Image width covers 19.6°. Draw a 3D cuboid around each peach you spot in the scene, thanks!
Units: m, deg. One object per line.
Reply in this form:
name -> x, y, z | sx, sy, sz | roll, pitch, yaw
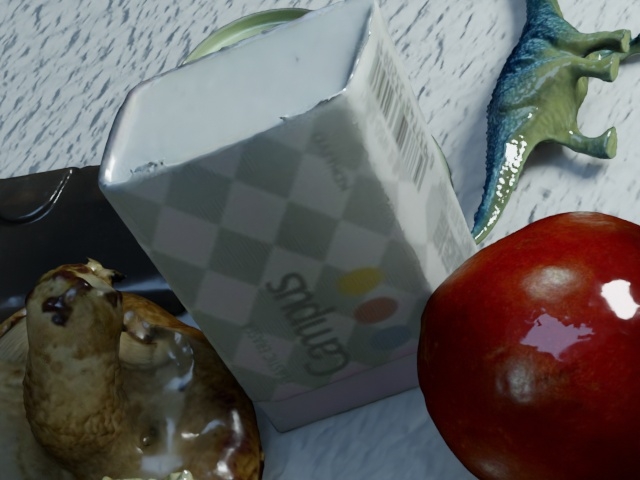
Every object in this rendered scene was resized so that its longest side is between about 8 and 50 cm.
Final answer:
peach -> 0.189, 0.081, 1.368 | 0.243, 0.199, 0.243 | 4, 59, -6

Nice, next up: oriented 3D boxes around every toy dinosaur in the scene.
toy dinosaur -> 0.195, -0.131, 1.582 | 0.147, 0.076, 0.363 | 1, 53, 27

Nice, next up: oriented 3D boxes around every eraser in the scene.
eraser -> 0.000, -0.001, 1.370 | 0.213, 0.397, 0.082 | -20, 55, 7

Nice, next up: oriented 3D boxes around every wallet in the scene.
wallet -> -0.264, 0.009, 1.669 | 0.310, 0.042, 0.165 | -8, 60, 14

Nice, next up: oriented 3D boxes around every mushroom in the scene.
mushroom -> -0.198, 0.147, 1.479 | 0.267, 0.254, 0.267 | -30, 41, 30

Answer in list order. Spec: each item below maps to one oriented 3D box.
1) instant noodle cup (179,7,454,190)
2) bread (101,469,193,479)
instant noodle cup -> -0.019, -0.073, 1.554 | 0.235, 0.178, 0.234 | -8, 57, 12
bread -> -0.192, 0.297, 1.362 | 0.246, 0.111, 0.239 | -8, 99, 15
